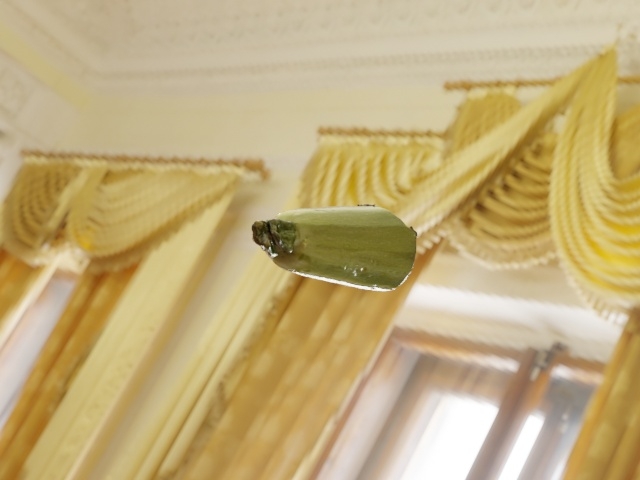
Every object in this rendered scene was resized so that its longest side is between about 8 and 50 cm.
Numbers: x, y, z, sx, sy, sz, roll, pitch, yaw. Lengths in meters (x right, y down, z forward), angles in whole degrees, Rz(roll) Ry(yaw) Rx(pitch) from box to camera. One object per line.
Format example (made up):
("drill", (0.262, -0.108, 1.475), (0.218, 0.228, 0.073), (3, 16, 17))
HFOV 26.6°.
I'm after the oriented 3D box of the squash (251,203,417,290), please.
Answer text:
("squash", (-0.010, -0.001, 1.933), (0.287, 0.137, 0.137), (7, 0, -39))
